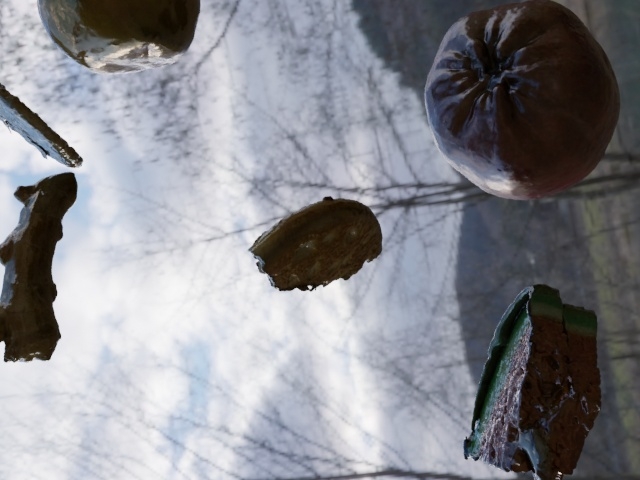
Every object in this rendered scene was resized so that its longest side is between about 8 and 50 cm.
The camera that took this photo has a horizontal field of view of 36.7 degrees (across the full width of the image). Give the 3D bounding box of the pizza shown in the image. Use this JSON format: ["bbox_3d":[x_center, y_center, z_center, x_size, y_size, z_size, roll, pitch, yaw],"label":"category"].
[{"bbox_3d":[-0.002,-0.001,1.121,0.246,0.058,0.127,-17,-43,-47],"label":"pizza"}]

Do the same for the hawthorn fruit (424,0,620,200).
[{"bbox_3d":[0.266,-0.181,1.253,0.261,0.258,0.258,4,-108,-34],"label":"hawthorn fruit"}]

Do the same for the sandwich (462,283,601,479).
[{"bbox_3d":[0.285,0.200,1.253,0.212,0.109,0.292,-118,37,-73],"label":"sandwich"}]

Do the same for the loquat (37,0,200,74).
[{"bbox_3d":[-0.242,-0.292,1.188,0.234,0.187,0.176,-6,-80,-70],"label":"loquat"}]

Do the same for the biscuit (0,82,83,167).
[{"bbox_3d":[-0.417,-0.168,1.332,0.033,0.220,0.220,-54,-32,-12],"label":"biscuit"}]

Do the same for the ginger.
[{"bbox_3d":[-0.391,0.031,1.328,0.118,0.065,0.299,20,-123,-21],"label":"ginger"}]
